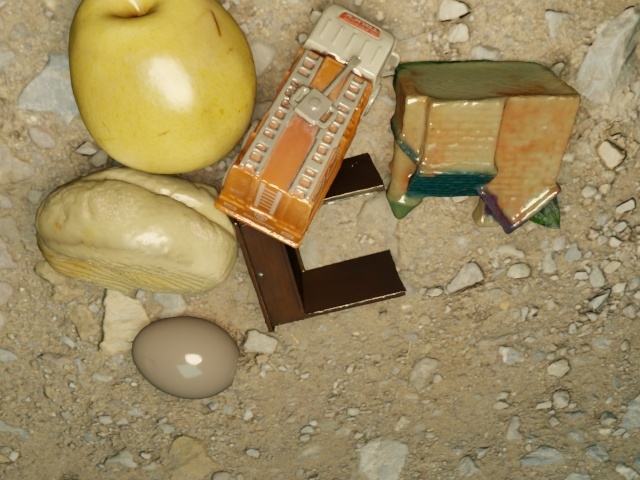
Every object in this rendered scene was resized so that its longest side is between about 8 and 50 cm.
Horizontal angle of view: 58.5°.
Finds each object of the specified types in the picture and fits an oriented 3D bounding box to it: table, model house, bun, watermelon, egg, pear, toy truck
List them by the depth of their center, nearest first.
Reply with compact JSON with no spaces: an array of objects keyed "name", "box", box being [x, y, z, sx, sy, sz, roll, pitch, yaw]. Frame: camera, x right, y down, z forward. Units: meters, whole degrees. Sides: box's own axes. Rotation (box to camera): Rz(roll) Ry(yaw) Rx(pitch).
[{"name":"pear","box":[-0.252,-0.266,0.926,0.309,0.309,0.309,-2,116,-3]},{"name":"toy truck","box":[-0.012,-0.203,0.934,0.173,0.207,0.387,27,69,-4]},{"name":"bun","box":[-0.320,-0.024,1.050,0.365,0.365,0.219,8,74,-8]},{"name":"model house","box":[0.277,-0.164,1.067,0.312,0.245,0.280,-1,124,-3]},{"name":"table","box":[0.000,0.000,1.141,0.282,0.196,0.250,-14,115,2]},{"name":"watermelon","box":[0.435,-0.059,1.176,0.155,0.101,0.080,11,140,-41]},{"name":"egg","box":[-0.296,0.254,1.255,0.232,0.176,0.176,15,114,-2]}]
